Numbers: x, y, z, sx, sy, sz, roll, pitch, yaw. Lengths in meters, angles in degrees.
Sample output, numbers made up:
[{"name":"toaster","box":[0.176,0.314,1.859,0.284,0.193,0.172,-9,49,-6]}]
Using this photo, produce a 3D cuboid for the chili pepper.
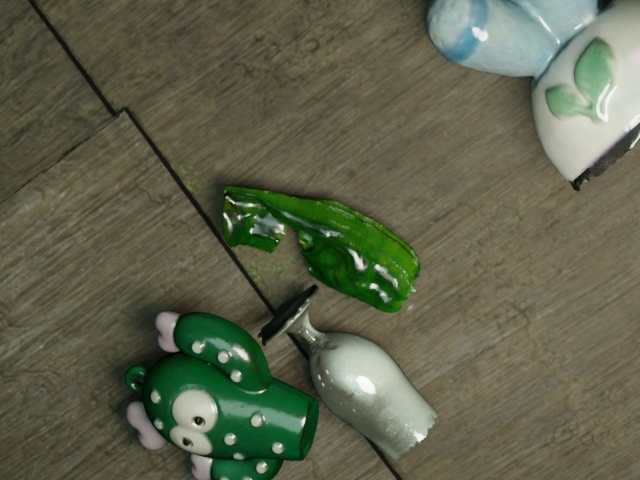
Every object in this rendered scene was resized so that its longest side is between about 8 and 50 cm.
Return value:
[{"name":"chili pepper","box":[0.000,0.001,1.727,0.253,0.083,0.099,23,116,4]}]

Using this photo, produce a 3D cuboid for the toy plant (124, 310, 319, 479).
[{"name":"toy plant","box":[-0.126,0.200,1.770,0.243,0.112,0.232,36,124,-2]}]

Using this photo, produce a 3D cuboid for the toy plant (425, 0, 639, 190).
[{"name":"toy plant","box":[0.238,-0.240,1.573,0.332,0.247,0.247,44,106,1]}]

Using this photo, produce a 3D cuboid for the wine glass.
[{"name":"wine glass","box":[0.034,0.160,1.754,0.103,0.103,0.222,-43,97,15]}]
